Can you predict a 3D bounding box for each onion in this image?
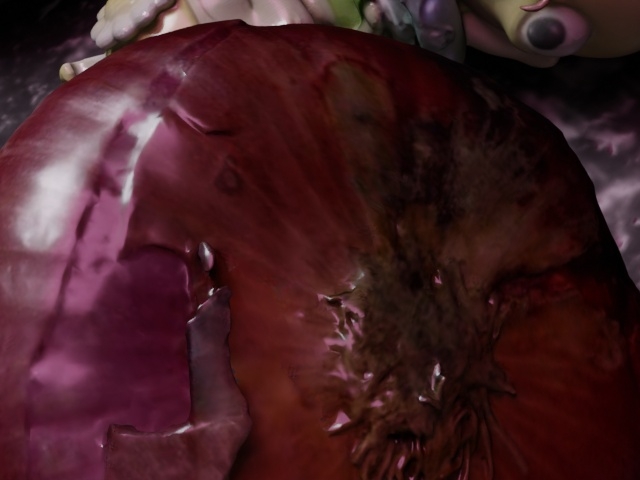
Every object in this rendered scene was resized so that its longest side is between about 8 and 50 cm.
[{"bbox_3d":[-0.021,0.072,0.855,0.285,0.347,0.348,-27,28,57],"label":"onion"}]

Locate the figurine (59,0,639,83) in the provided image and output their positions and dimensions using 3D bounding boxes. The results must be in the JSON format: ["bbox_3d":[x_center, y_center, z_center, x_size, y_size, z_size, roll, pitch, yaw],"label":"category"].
[{"bbox_3d":[0.038,-0.157,1.086,0.394,0.227,0.274,-28,14,-2],"label":"figurine"}]
